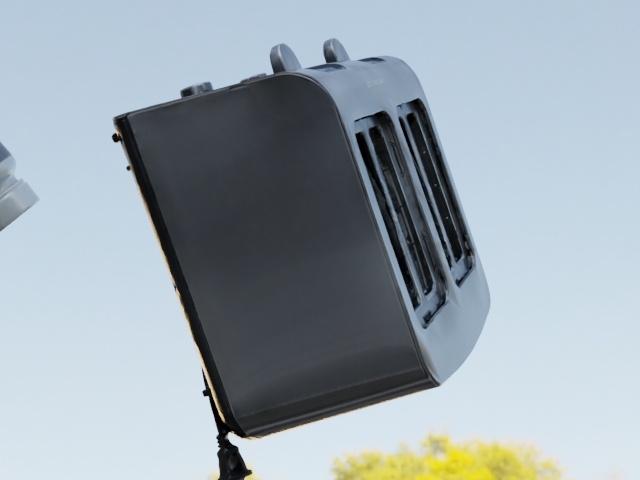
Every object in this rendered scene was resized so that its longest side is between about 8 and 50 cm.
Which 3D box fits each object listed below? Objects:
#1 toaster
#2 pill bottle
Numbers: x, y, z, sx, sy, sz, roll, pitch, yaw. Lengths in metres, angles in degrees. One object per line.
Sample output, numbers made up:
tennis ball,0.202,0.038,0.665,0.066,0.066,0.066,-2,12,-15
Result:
toaster,0.000,0.000,0.545,0.110,0.186,0.168,-17,5,21
pill bottle,-0.293,-0.064,0.890,0.078,0.078,0.137,-29,-75,41
